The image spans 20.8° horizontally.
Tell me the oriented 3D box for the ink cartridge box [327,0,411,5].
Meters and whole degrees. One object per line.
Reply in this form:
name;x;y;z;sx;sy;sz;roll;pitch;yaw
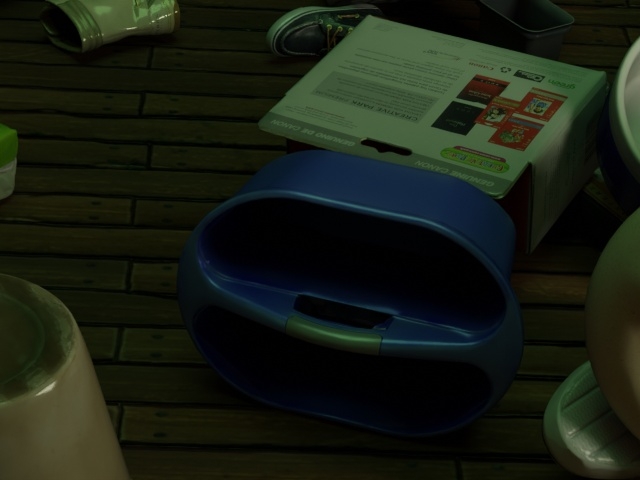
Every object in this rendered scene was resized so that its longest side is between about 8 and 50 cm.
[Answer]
ink cartridge box;0.169;-0.372;2.423;0.303;0.072;0.307;-7;-2;-15

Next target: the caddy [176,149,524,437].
caddy;0.034;0.057;1.681;0.341;0.241;0.179;12;28;12

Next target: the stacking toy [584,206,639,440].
stacking toy;0.442;-0.023;1.637;0.350;0.351;0.480;10;34;9

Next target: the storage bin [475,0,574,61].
storage bin;0.271;-0.275;2.330;0.098;0.091;0.135;-17;40;-29

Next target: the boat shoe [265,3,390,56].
boat shoe;0.023;-0.272;2.321;0.183;0.065;0.083;-16;37;-29

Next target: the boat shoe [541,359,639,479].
boat shoe;0.316;0.155;1.684;0.335;0.119;0.121;-19;80;-41

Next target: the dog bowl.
dog bowl;0.438;-0.116;1.892;0.264;0.104;0.265;2;64;-4

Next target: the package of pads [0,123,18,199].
package of pads;-0.518;-0.073;1.934;0.229;0.101;0.296;25;38;26

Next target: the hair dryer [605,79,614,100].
hair dryer;0.482;-0.203;2.187;0.293;0.080;0.223;-23;7;-22

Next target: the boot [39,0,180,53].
boot;-0.310;-0.327;2.359;0.165;0.077;0.213;-21;44;-29

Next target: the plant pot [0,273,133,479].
plant pot;-0.287;0.188;1.412;0.323;0.280;0.323;3;33;-2

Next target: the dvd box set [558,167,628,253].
dvd box set;0.494;-0.062;2.064;0.420;0.062;0.307;-16;39;-28

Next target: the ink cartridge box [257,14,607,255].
ink cartridge box;0.123;-0.108;1.950;0.309;0.130;0.272;18;41;26
